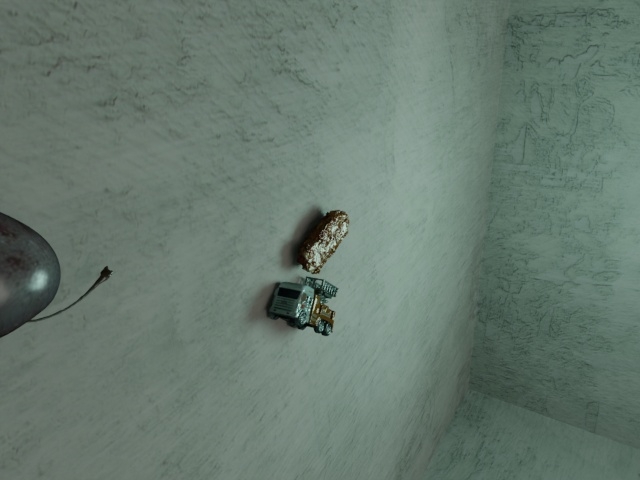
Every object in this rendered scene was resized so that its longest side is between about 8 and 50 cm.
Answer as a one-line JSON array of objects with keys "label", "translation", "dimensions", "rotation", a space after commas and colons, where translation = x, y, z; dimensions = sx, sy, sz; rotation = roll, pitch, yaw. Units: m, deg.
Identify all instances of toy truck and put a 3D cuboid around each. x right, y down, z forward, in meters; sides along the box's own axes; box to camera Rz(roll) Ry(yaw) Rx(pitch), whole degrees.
[{"label": "toy truck", "translation": [-0.030, 0.133, 0.998], "dimensions": [0.178, 0.080, 0.115], "rotation": [36, 65, -58]}]

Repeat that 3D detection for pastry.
[{"label": "pastry", "translation": [0.001, 0.002, 1.021], "dimensions": [0.169, 0.063, 0.087], "rotation": [-50, 131, -30]}]

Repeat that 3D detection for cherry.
[{"label": "cherry", "translation": [-0.319, 0.015, 0.478], "dimensions": [0.148, 0.115, 0.188], "rotation": [48, 41, -8]}]
